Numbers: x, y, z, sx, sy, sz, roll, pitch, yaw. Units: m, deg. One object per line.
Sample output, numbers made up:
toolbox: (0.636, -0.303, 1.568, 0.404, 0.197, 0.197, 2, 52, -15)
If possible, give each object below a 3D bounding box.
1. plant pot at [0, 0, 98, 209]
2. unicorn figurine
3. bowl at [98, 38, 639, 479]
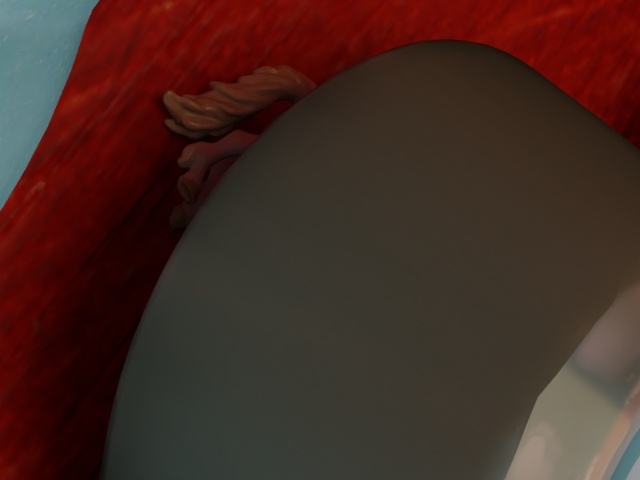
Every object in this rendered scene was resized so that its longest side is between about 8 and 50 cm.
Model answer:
plant pot: (-0.215, -0.038, 0.455, 0.293, 0.293, 0.196, 9, 106, -37)
unicorn figurine: (0.000, 0.000, 0.738, 0.111, 0.060, 0.162, -26, 111, -28)
bowl: (0.081, 0.090, 0.692, 0.311, 0.163, 0.311, -24, 124, -40)
